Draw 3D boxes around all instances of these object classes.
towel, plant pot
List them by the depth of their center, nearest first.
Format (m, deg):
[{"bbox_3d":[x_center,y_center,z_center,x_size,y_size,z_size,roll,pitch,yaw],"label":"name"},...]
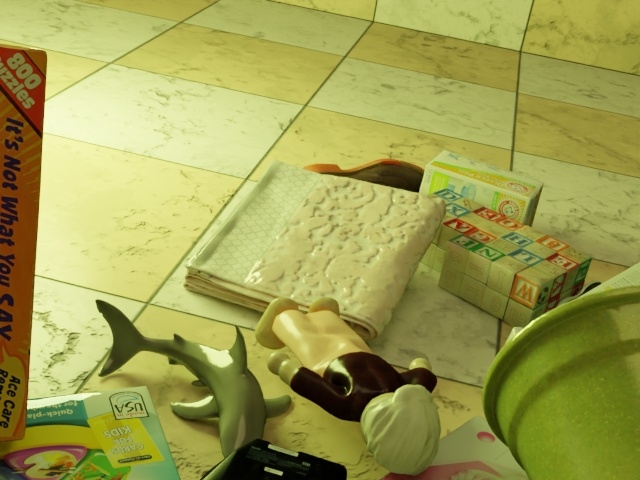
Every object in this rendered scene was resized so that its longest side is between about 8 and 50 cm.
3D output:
[{"bbox_3d":[0.306,0.223,0.820,0.276,0.276,0.253,6,40,-8],"label":"plant pot"},{"bbox_3d":[0.000,0.000,1.399,0.317,0.053,0.331,15,41,18],"label":"towel"}]

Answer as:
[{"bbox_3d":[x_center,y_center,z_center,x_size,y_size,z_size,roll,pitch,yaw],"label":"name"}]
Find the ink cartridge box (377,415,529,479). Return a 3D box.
[{"bbox_3d":[0.190,0.332,0.891,0.324,0.071,0.330,29,31,33],"label":"ink cartridge box"}]

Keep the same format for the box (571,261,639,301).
[{"bbox_3d":[0.421,0.115,1.293,0.244,0.060,0.100,-27,37,-12],"label":"box"}]

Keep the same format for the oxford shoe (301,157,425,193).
[{"bbox_3d":[0.084,-0.084,1.671,0.272,0.096,0.098,-7,51,-21],"label":"oxford shoe"}]

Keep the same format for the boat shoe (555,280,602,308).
[{"bbox_3d":[0.422,0.101,1.446,0.125,0.046,0.038,-20,39,-40],"label":"boat shoe"}]

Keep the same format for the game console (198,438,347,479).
[{"bbox_3d":[0.043,0.291,0.795,0.362,0.043,0.213,15,26,9],"label":"game console"}]

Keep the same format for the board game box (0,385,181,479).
[{"bbox_3d":[-0.250,0.276,0.840,0.254,0.079,0.336,-3,29,-24],"label":"board game box"}]

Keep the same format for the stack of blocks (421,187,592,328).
[{"bbox_3d":[0.268,0.024,1.498,0.297,0.087,0.171,30,33,34],"label":"stack of blocks"}]

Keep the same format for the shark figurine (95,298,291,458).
[{"bbox_3d":[-0.138,0.143,1.105,0.278,0.116,0.166,31,32,32],"label":"shark figurine"}]

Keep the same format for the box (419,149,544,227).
[{"bbox_3d":[0.292,-0.075,1.672,0.203,0.114,0.103,21,29,19],"label":"box"}]

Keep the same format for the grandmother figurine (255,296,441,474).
[{"bbox_3d":[0.043,0.164,1.072,0.208,0.103,0.342,-7,20,-18],"label":"grandmother figurine"}]

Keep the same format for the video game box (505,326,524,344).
[{"bbox_3d":[0.339,0.208,1.136,0.187,0.048,0.205,5,48,-5],"label":"video game box"}]

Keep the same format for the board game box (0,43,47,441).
[{"bbox_3d":[-0.482,-0.020,0.897,0.357,0.356,0.356,3,5,-24],"label":"board game box"}]
